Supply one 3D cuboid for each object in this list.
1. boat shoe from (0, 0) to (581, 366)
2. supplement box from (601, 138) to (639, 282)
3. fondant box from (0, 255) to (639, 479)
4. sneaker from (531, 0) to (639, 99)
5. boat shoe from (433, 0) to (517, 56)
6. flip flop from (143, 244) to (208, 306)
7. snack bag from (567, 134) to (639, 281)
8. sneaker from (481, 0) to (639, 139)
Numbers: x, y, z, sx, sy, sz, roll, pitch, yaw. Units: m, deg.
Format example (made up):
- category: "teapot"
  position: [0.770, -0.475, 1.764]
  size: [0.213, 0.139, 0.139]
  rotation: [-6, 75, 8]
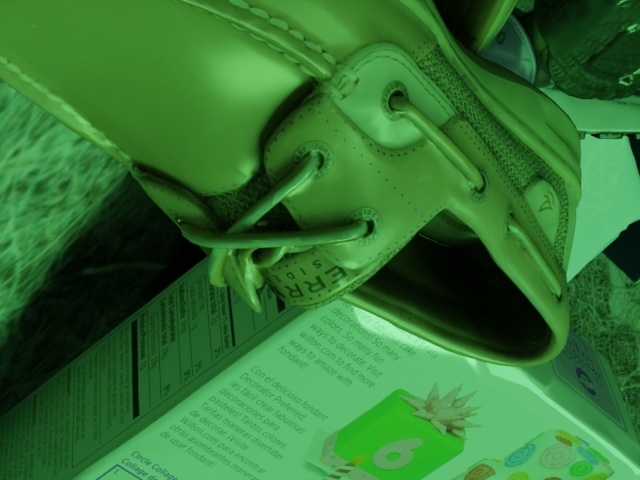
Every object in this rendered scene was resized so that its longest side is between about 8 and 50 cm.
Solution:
- category: "boat shoe"
  position: [0.002, -0.032, 0.525]
  size: [0.122, 0.110, 0.341]
  rotation: [-20, 152, 37]
- category: "supplement box"
  position: [0.375, -0.124, 1.466]
  size: [0.194, 0.195, 0.356]
  rotation: [-54, 165, 30]
- category: "fondant box"
  position: [-0.021, 0.130, 0.789]
  size: [0.330, 0.096, 0.238]
  rotation: [-36, 126, 23]
- category: "sneaker"
  position: [0.194, -0.211, 0.668]
  size: [0.410, 0.182, 0.158]
  rotation: [-41, 180, -38]
- category: "boat shoe"
  position: [0.076, -0.189, 0.561]
  size: [0.123, 0.123, 0.342]
  rotation: [-35, 156, -35]
- category: "flip flop"
  position: [0.000, 0.000, 0.927]
  size: [0.277, 0.112, 0.080]
  rotation: [-44, -171, -17]
- category: "snack bag"
  position: [0.081, -0.030, 0.866]
  size: [0.323, 0.037, 0.342]
  rotation: [-43, 136, -19]
- category: "sneaker"
  position: [0.141, -0.124, 0.772]
  size: [0.283, 0.107, 0.124]
  rotation: [-6, 109, -42]
